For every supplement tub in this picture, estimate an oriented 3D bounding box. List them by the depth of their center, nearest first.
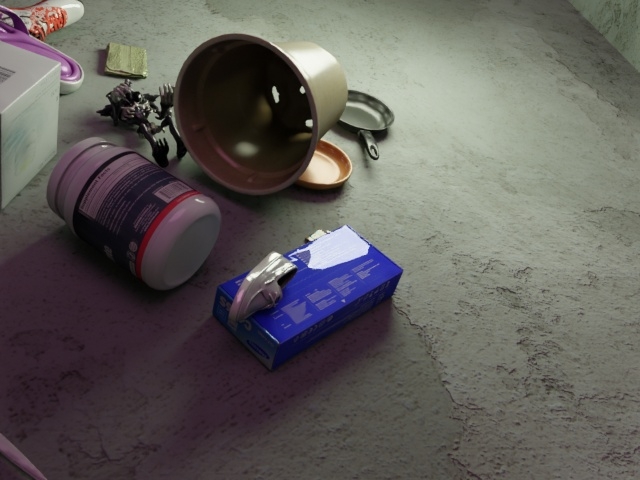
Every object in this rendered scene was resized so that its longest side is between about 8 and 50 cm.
[{"bbox_3d":[-0.336,-0.051,1.307,0.272,0.191,0.191,32,40,17],"label":"supplement tub"}]

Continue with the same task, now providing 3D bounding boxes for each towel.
[{"bbox_3d":[-0.504,-0.468,1.871,0.110,0.027,0.148,5,40,-17],"label":"towel"}]

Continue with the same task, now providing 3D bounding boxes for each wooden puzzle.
[{"bbox_3d":[0.000,0.000,1.526,0.049,0.006,0.083,37,42,22],"label":"wooden puzzle"}]

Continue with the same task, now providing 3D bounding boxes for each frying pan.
[{"bbox_3d":[0.133,-0.304,1.907,0.197,0.053,0.326,-10,48,-30],"label":"frying pan"}]

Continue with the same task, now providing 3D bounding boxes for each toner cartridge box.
[{"bbox_3d":[-0.016,0.095,1.352,0.165,0.075,0.348,39,43,26],"label":"toner cartridge box"}]

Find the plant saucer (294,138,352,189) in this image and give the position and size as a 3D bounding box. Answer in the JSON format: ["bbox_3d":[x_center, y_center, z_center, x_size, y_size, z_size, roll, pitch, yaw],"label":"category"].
[{"bbox_3d":[-0.024,-0.181,1.709,0.200,0.037,0.200,10,40,-9],"label":"plant saucer"}]

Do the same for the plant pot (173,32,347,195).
[{"bbox_3d":[-0.097,-0.304,1.584,0.334,0.333,0.305,28,31,12],"label":"plant pot"}]

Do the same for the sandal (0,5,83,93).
[{"bbox_3d":[-0.727,-0.477,1.627,0.416,0.102,0.169,22,38,-34],"label":"sandal"}]

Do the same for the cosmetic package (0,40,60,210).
[{"bbox_3d":[-0.611,-0.220,1.374,0.138,0.224,0.224,20,39,-2],"label":"cosmetic package"}]

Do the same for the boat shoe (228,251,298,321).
[{"bbox_3d":[-0.094,0.085,1.229,0.063,0.066,0.184,25,30,10],"label":"boat shoe"}]

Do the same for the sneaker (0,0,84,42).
[{"bbox_3d":[-0.709,-0.544,1.834,0.270,0.090,0.145,-20,53,-34],"label":"sneaker"}]

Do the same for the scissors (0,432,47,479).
[{"bbox_3d":[-0.494,0.245,1.026,0.297,0.021,0.109,21,37,6],"label":"scissors"}]

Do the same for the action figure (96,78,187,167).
[{"bbox_3d":[-0.392,-0.293,1.619,0.164,0.140,0.275,-22,57,-37],"label":"action figure"}]
